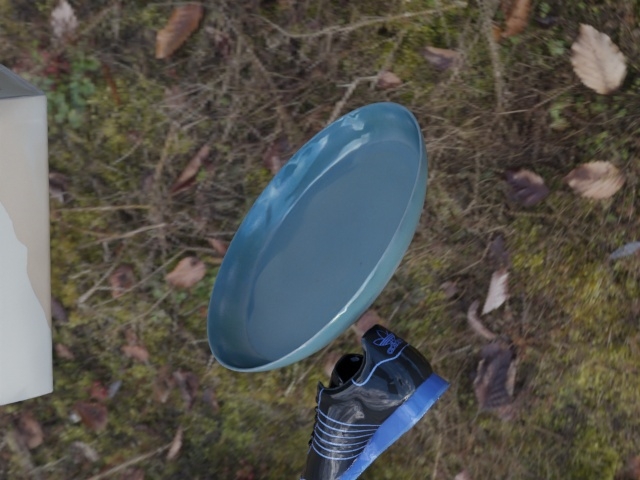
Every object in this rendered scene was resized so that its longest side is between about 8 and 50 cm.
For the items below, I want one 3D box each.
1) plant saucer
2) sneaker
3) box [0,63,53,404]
[{"bbox_3d":[0.000,0.000,1.032,0.044,0.317,0.317,35,112,-27],"label":"plant saucer"},{"bbox_3d":[0.029,0.167,0.963,0.090,0.081,0.232,45,129,9],"label":"sneaker"},{"bbox_3d":[-0.341,-0.003,0.977,0.148,0.121,0.311,33,125,48],"label":"box"}]
